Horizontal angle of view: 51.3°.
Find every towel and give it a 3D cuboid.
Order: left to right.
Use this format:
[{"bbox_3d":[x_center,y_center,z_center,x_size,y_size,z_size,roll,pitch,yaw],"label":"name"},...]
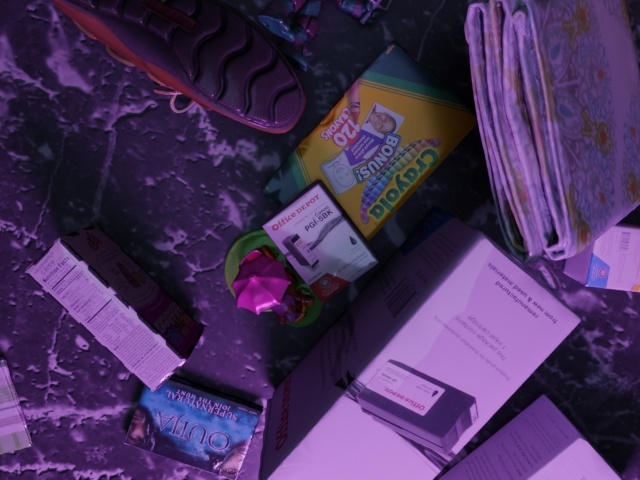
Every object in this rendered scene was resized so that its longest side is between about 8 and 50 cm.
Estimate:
[{"bbox_3d":[-0.522,0.263,1.040,0.113,0.023,0.151,-13,101,4],"label":"towel"},{"bbox_3d":[0.318,-0.171,0.846,0.090,0.375,0.320,-4,105,44],"label":"towel"}]

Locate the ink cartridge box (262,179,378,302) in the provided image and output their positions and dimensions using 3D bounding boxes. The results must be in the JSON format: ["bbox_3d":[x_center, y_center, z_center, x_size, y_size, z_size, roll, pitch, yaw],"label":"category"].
[{"bbox_3d":[0.000,0.000,0.903,0.099,0.056,0.135,-37,98,8],"label":"ink cartridge box"}]

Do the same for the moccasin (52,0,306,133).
[{"bbox_3d":[-0.194,-0.261,0.913,0.380,0.147,0.139,24,83,0],"label":"moccasin"}]

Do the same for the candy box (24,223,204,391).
[{"bbox_3d":[-0.281,0.089,0.944,0.071,0.159,0.233,-43,96,4],"label":"candy box"}]

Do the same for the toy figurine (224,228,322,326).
[{"bbox_3d":[-0.066,0.073,0.943,0.130,0.159,0.173,-40,97,5],"label":"toy figurine"}]

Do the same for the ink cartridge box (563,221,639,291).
[{"bbox_3d":[0.448,0.022,0.975,0.143,0.090,0.092,7,99,-3],"label":"ink cartridge box"}]

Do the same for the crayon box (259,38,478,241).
[{"bbox_3d":[0.067,-0.122,0.954,0.165,0.081,0.278,41,96,-6],"label":"crayon box"}]

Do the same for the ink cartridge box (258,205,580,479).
[{"bbox_3d":[0.108,0.165,0.895,0.166,0.285,0.395,40,97,-6],"label":"ink cartridge box"}]

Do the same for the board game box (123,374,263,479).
[{"bbox_3d":[-0.197,0.288,1.041,0.186,0.026,0.126,20,97,-3],"label":"board game box"}]

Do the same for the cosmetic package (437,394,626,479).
[{"bbox_3d":[0.278,0.448,1.005,0.385,0.156,0.217,-43,98,5],"label":"cosmetic package"}]

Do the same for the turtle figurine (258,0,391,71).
[{"bbox_3d":[0.014,-0.356,0.906,0.234,0.118,0.175,-55,139,-7],"label":"turtle figurine"}]
